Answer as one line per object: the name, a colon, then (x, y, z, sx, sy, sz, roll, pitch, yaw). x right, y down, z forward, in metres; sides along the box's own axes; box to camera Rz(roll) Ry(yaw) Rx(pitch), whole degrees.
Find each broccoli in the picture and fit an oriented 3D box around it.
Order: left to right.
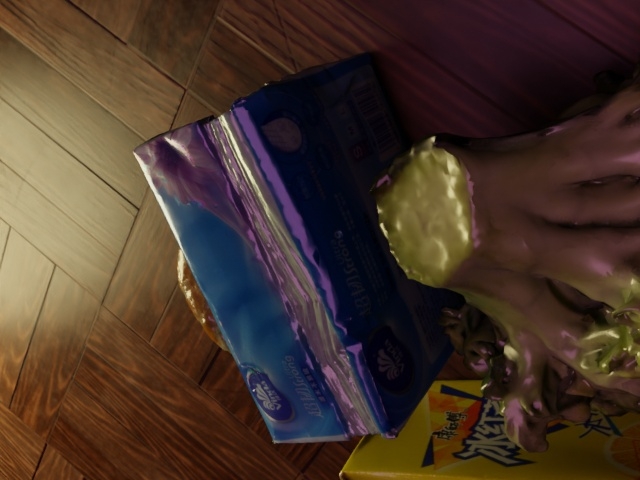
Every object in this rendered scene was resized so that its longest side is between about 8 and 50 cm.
broccoli: (0.165, -0.004, 0.430, 0.248, 0.245, 0.288, 9, 100, 61)

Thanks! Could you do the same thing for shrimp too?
shrimp: (-0.076, 0.040, 0.724, 0.166, 0.049, 0.161, -31, 93, 27)

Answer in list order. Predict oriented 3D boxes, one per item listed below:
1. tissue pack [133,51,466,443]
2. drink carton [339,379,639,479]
tissue pack: (0.000, 0.000, 0.566, 0.146, 0.198, 0.264, -16, 103, 36)
drink carton: (0.207, 0.197, 0.566, 0.351, 0.154, 0.111, -7, 108, 31)
